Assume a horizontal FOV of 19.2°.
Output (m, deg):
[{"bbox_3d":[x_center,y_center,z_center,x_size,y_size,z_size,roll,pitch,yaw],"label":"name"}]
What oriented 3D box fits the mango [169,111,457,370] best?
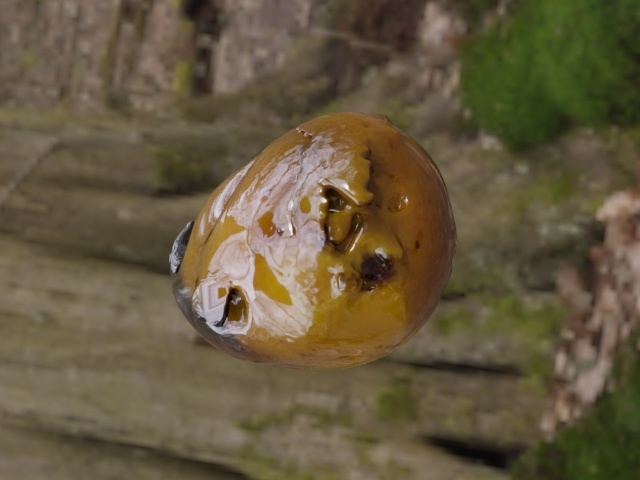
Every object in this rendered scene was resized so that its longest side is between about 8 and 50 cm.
[{"bbox_3d":[0.000,0.000,1.302,0.201,0.153,0.287,-62,11,-2],"label":"mango"}]
